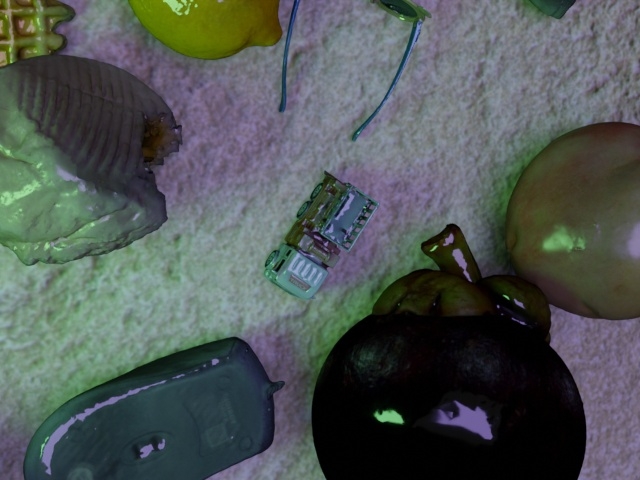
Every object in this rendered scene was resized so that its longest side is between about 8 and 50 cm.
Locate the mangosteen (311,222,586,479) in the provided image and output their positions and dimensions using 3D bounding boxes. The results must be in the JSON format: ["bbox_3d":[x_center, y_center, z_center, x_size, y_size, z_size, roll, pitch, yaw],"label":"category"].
[{"bbox_3d":[0.175,0.209,1.405,0.382,0.382,0.435,18,53,-17],"label":"mangosteen"}]

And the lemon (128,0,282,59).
[{"bbox_3d":[-0.152,-0.331,1.308,0.244,0.187,0.187,33,88,-7],"label":"lemon"}]

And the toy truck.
[{"bbox_3d":[0.001,0.001,1.427,0.080,0.115,0.178,33,89,-17],"label":"toy truck"}]

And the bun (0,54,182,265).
[{"bbox_3d":[-0.323,-0.090,1.267,0.281,0.281,0.205,27,124,-17],"label":"bun"}]

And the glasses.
[{"bbox_3d":[0.029,-0.270,1.442,0.189,0.088,0.220,18,112,-18],"label":"glasses"}]

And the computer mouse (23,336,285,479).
[{"bbox_3d":[-0.225,0.256,1.396,0.371,0.122,0.188,-19,105,-19],"label":"computer mouse"}]

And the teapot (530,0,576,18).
[{"bbox_3d":[0.339,-0.408,1.474,0.108,0.111,0.149,26,95,-3],"label":"teapot"}]

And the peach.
[{"bbox_3d":[0.408,-0.026,1.457,0.292,0.247,0.292,3,70,-9],"label":"peach"}]

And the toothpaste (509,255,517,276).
[{"bbox_3d":[0.387,0.052,1.583,0.194,0.043,0.067,-3,98,-10],"label":"toothpaste"}]

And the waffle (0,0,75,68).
[{"bbox_3d":[-0.458,-0.272,1.297,0.250,0.056,0.261,39,84,-17],"label":"waffle"}]
